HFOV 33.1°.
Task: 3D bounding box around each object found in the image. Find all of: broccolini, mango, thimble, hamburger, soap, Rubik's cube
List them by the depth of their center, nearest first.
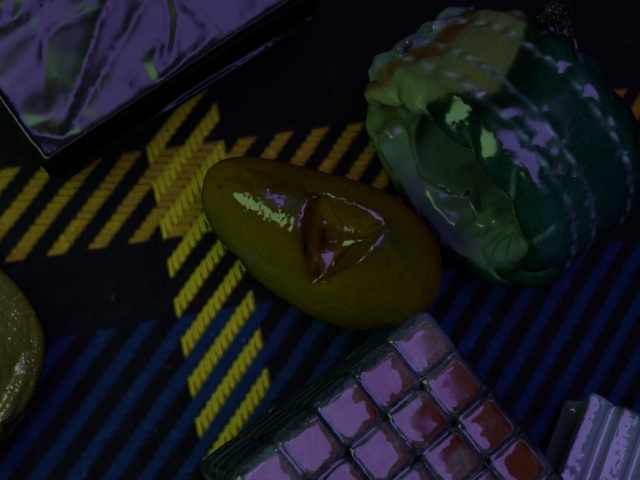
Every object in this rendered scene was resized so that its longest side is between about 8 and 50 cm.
[{"bbox_3d":[-0.353,0.108,0.997,0.190,0.122,0.215,18,71,-16],"label":"hamburger"},{"bbox_3d":[0.054,0.234,1.007,0.237,0.237,0.238,-36,89,-16],"label":"Rubik's cube"},{"bbox_3d":[0.000,0.000,1.090,0.262,0.167,0.130,22,60,-4],"label":"mango"},{"bbox_3d":[0.179,-0.098,1.096,0.167,0.254,0.288,-37,86,-18],"label":"thimble"},{"bbox_3d":[0.287,0.309,1.123,0.150,0.094,0.261,26,75,-1],"label":"soap"},{"bbox_3d":[0.310,-0.181,1.266,0.044,0.042,0.218,-23,90,-18],"label":"broccolini"}]

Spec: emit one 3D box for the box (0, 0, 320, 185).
[{"bbox_3d":[-0.191,-0.250,1.038,0.345,0.204,0.251,-36,94,-9],"label":"box"}]
